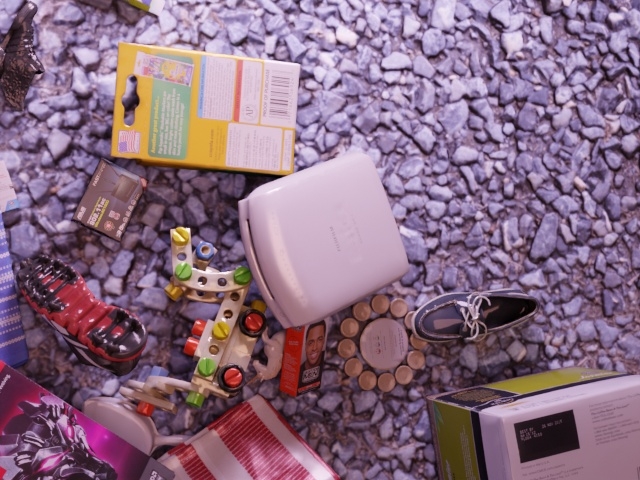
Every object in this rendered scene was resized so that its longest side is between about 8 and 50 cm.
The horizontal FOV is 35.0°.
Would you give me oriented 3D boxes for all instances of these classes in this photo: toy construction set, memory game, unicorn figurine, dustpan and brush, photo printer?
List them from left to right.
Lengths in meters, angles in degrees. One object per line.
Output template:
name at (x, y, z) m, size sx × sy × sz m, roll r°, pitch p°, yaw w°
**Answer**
dustpan and brush at (-0.313, 0.349, 1.766) m, size 0.211 × 0.060 × 0.147 m, roll 7°, pitch 93°, yaw -10°
toy construction set at (-0.213, 0.159, 1.736) m, size 0.215 × 0.151 × 0.328 m, roll 22°, pitch 83°, yaw -3°
unicorn figurine at (-0.080, 0.180, 1.830) m, size 0.162 × 0.060 × 0.111 m, roll -31°, pitch 109°, yaw -21°
photo printer at (0.000, 0.000, 1.779) m, size 0.307 × 0.107 × 0.256 m, roll -23°, pitch 96°, yaw -42°
memory game at (0.118, 0.194, 1.918) m, size 0.186 × 0.012 × 0.186 m, roll 1°, pitch 88°, yaw -17°

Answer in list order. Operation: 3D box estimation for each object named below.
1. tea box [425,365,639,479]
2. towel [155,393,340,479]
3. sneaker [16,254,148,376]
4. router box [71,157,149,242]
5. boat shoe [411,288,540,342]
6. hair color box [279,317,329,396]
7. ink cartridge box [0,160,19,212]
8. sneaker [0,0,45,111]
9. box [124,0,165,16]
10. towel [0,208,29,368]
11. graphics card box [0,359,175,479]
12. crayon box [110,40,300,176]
tea box at (0.414, 0.370, 1.843) m, size 0.329 × 0.323 × 0.220 m, roll -9°, pitch 91°, yaw -16°
towel at (-0.162, 0.419, 1.715) m, size 0.329 × 0.037 × 0.237 m, roll -31°, pitch 55°, yaw -26°
sneaker at (-0.402, 0.133, 1.694) m, size 0.276 × 0.135 × 0.097 m, roll 33°, pitch 56°, yaw 18°
router box at (-0.365, -0.070, 1.760) m, size 0.092 × 0.038 × 0.122 m, roll 25°, pitch 82°, yaw -14°
boat shoe at (0.298, 0.144, 1.938) m, size 0.254 × 0.079 × 0.095 m, roll -5°, pitch 90°, yaw -19°
hair color box at (-0.029, 0.202, 1.822) m, size 0.072 × 0.043 × 0.141 m, roll -12°, pitch 113°, yaw -50°
ink cartridge box at (-0.544, -0.088, 1.710) m, size 0.048 × 0.028 × 0.083 m, roll -18°, pitch 94°, yaw -17°
sneaker at (-0.501, -0.312, 1.719) m, size 0.089 × 0.051 × 0.170 m, roll 32°, pitch 85°, yaw -14°
box at (-0.343, -0.480, 1.774) m, size 0.178 × 0.042 × 0.109 m, roll 23°, pitch 83°, yaw -15°
towel at (-0.576, 0.076, 1.598) m, size 0.243 × 0.040 × 0.336 m, roll -24°, pitch 112°, yaw -54°
graphics card box at (-0.429, 0.366, 1.546) m, size 0.371 × 0.094 × 0.233 m, roll 38°, pitch 48°, yaw -15°
crayon box at (-0.205, -0.226, 1.790) m, size 0.323 × 0.083 × 0.203 m, roll 5°, pitch 88°, yaw -18°
